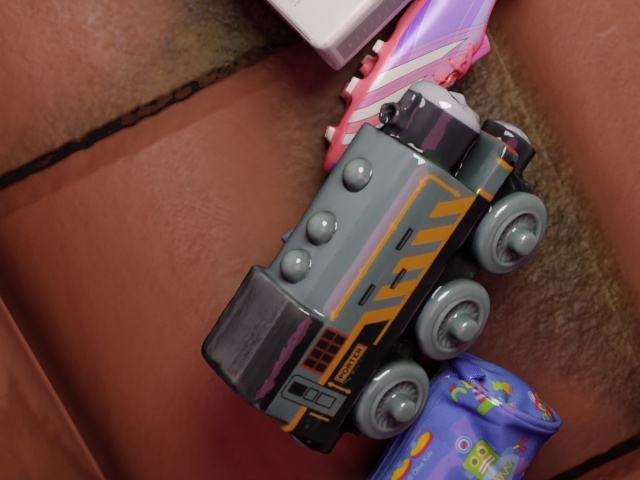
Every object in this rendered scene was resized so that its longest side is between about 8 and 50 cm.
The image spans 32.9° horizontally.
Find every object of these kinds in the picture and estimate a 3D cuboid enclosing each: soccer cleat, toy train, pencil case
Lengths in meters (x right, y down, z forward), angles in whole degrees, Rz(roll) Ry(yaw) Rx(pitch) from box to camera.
[{"bbox_3d":[0.089,-0.152,0.935,0.095,0.083,0.248,31,93,-5],"label":"soccer cleat"},{"bbox_3d":[0.049,0.027,0.909,0.190,0.142,0.334,29,98,-44],"label":"toy train"},{"bbox_3d":[0.085,0.245,0.992,0.133,0.119,0.306,31,96,-33],"label":"pencil case"}]

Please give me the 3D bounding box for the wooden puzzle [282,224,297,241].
[{"bbox_3d":[0.000,0.000,0.994,0.083,0.006,0.049,-39,102,3],"label":"wooden puzzle"}]

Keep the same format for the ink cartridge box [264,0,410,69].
[{"bbox_3d":[0.028,-0.336,0.898,0.296,0.066,0.261,-44,74,4],"label":"ink cartridge box"}]
